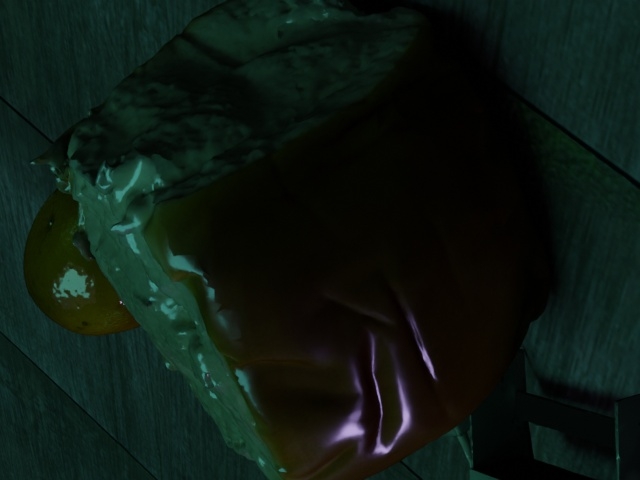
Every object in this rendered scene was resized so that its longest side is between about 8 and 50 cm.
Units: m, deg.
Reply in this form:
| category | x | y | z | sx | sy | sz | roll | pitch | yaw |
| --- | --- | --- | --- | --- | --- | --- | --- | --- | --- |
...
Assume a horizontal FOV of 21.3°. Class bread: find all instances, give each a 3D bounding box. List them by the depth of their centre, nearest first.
| category | x | y | z | sx | sy | sz | roll | pitch | yaw |
| --- | --- | --- | --- | --- | --- | --- | --- | --- | --- |
| bread | 0.000 | 0.000 | 1.101 | 0.225 | 0.250 | 0.279 | 26 | 149 | 55 |

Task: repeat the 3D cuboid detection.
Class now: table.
| category | x | y | z | sx | sy | sz | roll | pitch | yaw |
| --- | --- | --- | --- | --- | --- | --- | --- | --- | --- |
| table | 0.173 | 0.174 | 1.164 | 0.146 | 0.062 | 0.175 | 11 | 108 | 54 |

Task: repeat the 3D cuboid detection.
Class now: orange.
| category | x | y | z | sx | sy | sz | roll | pitch | yaw |
| --- | --- | --- | --- | --- | --- | --- | --- | --- | --- |
| orange | -0.187 | 0.012 | 1.516 | 0.136 | 0.159 | 0.159 | 27 | 167 | -30 |

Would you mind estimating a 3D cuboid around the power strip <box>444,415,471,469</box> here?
| category | x | y | z | sx | sy | sz | roll | pitch | yaw |
| --- | --- | --- | --- | --- | --- | --- | --- | --- | --- |
| power strip | 0.086 | 0.114 | 1.309 | 0.075 | 0.042 | 0.175 | -2 | 121 | 57 |
